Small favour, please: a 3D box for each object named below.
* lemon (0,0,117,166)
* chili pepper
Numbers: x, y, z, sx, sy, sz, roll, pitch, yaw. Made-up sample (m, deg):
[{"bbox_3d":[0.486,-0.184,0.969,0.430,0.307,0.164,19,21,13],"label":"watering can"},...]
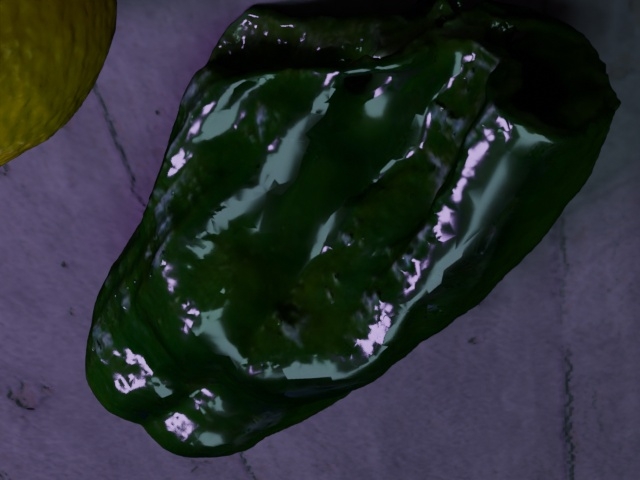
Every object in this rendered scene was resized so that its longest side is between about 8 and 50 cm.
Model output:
[{"bbox_3d":[-0.192,-0.110,0.595,0.180,0.193,0.181,1,96,12],"label":"lemon"},{"bbox_3d":[-0.005,0.006,0.743,0.213,0.168,0.385,22,135,-23],"label":"chili pepper"}]
